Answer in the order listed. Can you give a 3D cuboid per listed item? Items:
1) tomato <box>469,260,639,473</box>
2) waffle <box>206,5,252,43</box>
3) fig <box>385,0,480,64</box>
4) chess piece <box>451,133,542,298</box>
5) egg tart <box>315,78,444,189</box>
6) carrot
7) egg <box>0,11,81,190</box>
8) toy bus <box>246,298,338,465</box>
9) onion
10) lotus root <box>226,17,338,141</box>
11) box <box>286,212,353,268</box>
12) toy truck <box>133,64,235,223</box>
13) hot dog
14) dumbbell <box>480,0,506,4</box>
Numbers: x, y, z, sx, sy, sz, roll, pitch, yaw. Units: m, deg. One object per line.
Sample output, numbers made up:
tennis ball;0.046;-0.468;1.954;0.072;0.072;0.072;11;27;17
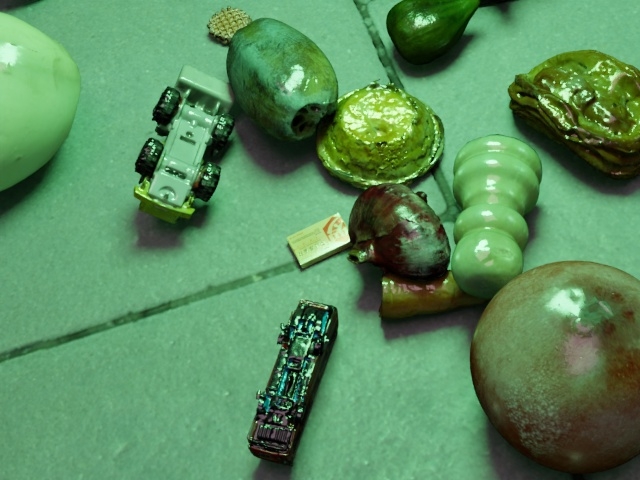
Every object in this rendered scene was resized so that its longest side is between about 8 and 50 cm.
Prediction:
tomato;0.323;0.148;1.196;0.270;0.227;0.270;-3;57;5
waffle;-0.163;-0.392;1.732;0.083;0.029;0.075;21;67;18
fig;0.203;-0.369;1.606;0.177;0.117;0.117;-24;57;-1
chess piece;0.244;-0.025;1.347;0.133;0.133;0.243;4;47;12
egg tart;0.093;-0.176;1.523;0.212;0.090;0.212;-3;61;5
carrot;0.184;0.072;1.369;0.205;0.072;0.072;-5;57;-2
egg;-0.563;-0.214;1.543;0.283;0.283;0.345;40;86;28
toy bus;-0.034;0.195;1.304;0.073;0.096;0.235;12;61;15
onion;0.106;-0.025;1.376;0.151;0.098;0.206;-15;34;-29
lotus root;-0.084;-0.289;1.573;0.158;0.140;0.322;-51;45;17
box;0.000;0.000;1.468;0.093;0.015;0.058;-26;59;-6
toy truck;-0.222;-0.156;1.546;0.136;0.111;0.286;23;50;-13
hot dog;0.409;-0.211;1.471;0.175;0.114;0.259;-41;61;-17
dumbbell;0.283;-0.579;1.684;0.185;0.185;0.388;-10;57;3
